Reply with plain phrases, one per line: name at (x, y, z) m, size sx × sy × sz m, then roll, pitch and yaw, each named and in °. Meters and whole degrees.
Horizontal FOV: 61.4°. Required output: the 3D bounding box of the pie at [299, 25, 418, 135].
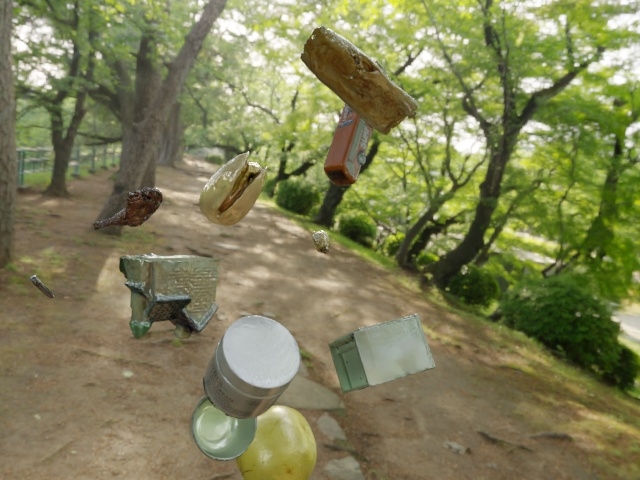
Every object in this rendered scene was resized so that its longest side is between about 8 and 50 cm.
pie at (0.084, -0.342, 1.168) m, size 0.282 × 0.128 × 0.068 m, roll 40°, pitch 45°, yaw -9°

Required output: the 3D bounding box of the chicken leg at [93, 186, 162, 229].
chicken leg at (-0.517, -0.079, 1.465) m, size 0.093 × 0.205 × 0.053 m, roll 40°, pitch 12°, yaw -43°

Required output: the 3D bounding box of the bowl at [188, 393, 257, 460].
bowl at (-0.310, 0.558, 1.637) m, size 0.211 × 0.212 × 0.112 m, roll 2°, pitch -19°, yaw -36°

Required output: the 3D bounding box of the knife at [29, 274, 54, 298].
knife at (-0.785, 0.135, 1.525) m, size 0.018 × 0.121 × 0.031 m, roll -36°, pitch 66°, yaw -20°

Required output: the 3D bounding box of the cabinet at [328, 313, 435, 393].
cabinet at (0.154, 0.292, 1.396) m, size 0.206 × 0.150 × 0.145 m, roll -8°, pitch -17°, yaw -29°

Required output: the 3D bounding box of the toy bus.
toy bus at (0.112, -0.358, 1.640) m, size 0.093 × 0.409 × 0.092 m, roll -1°, pitch -27°, yaw 41°

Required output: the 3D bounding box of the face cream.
face cream at (-0.151, 0.278, 1.174) m, size 0.177 × 0.153 × 0.177 m, roll 18°, pitch 41°, yaw -17°

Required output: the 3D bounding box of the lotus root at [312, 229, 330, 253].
lotus root at (0.000, 0.000, 2.114) m, size 0.063 × 0.072 × 0.152 m, roll 15°, pitch 22°, yaw -26°

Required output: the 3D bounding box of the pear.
pear at (-0.178, 0.843, 2.156) m, size 0.347 × 0.349 × 0.348 m, roll 8°, pitch 8°, yaw -1°

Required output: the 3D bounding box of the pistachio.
pistachio at (-0.321, -0.183, 1.991) m, size 0.187 × 0.299 × 0.187 m, roll 40°, pitch 10°, yaw -9°

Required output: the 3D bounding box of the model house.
model house at (-0.505, 0.186, 1.795) m, size 0.243 × 0.285 × 0.298 m, roll -1°, pitch -1°, yaw 45°
